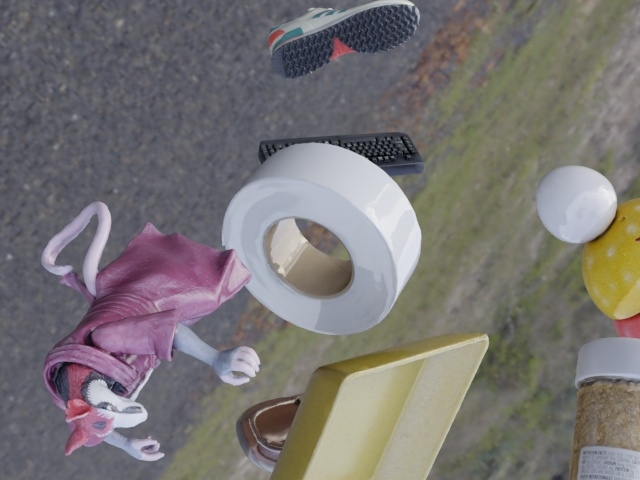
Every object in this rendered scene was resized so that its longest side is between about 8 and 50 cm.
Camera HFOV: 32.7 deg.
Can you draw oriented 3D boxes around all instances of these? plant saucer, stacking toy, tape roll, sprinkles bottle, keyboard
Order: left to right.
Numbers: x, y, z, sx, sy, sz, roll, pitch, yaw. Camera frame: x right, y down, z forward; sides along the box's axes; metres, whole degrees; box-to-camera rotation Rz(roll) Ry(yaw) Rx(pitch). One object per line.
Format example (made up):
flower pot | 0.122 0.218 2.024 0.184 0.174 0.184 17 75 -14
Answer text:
tape roll | 0.000 0.000 1.610 0.100 0.286 0.286 -54 171 -45
keyboard | 0.047 -0.140 2.082 0.317 0.201 0.033 -6 136 -16
plant saucer | 0.053 0.266 1.452 0.332 0.081 0.333 -8 126 -51
sprinkles bottle | 0.331 0.291 1.214 0.121 0.121 0.355 86 14 -67
stacking toy | 0.530 0.047 1.680 0.350 0.480 0.350 -49 -168 14

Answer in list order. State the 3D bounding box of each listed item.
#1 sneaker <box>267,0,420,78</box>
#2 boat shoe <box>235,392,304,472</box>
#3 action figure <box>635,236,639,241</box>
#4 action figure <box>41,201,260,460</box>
sneaker | 0.019 -0.225 1.131 0.161 0.075 0.057 -20 135 0
boat shoe | 0.006 0.269 1.655 0.324 0.123 0.116 0 144 -51
action figure | 0.255 0.046 0.779 0.030 0.115 0.038 -22 -175 26
action figure | -0.219 0.094 1.221 0.248 0.276 0.370 -44 -173 24
